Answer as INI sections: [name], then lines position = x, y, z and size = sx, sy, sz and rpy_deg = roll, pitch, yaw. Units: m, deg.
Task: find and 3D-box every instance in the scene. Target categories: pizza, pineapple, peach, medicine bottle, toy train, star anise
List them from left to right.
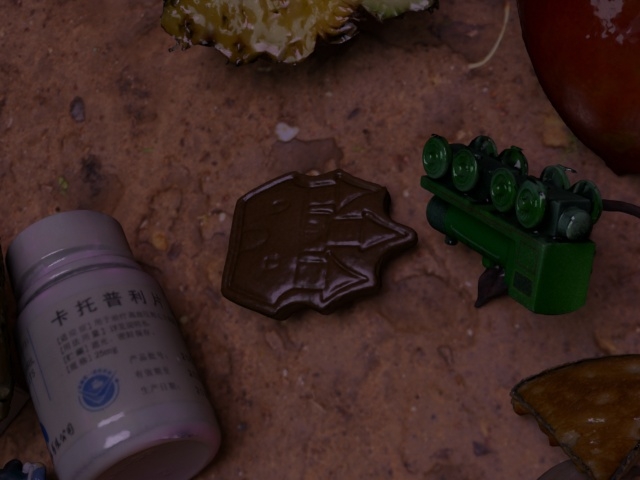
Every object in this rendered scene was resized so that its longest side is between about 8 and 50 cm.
[medicine bottle]
position = -0.228, 0.120, 1.135
size = 0.170, 0.170, 0.293
rpy_deg = -30, 60, 6
[pineapple]
position = 0.011, -0.333, 1.257
size = 0.286, 0.209, 0.344
rpy_deg = 27, 106, 0
[toy train]
position = 0.170, -0.025, 1.016
size = 0.251, 0.085, 0.119
rpy_deg = -142, 54, -62
[star anise]
position = 0.223, -0.003, 1.005
size = 0.218, 0.227, 0.148
rpy_deg = 37, 78, 16
[pizza]
position = 0.270, 0.163, 0.974
size = 0.184, 0.036, 0.176
rpy_deg = -17, 30, 11
[peach]
position = 0.334, -0.229, 1.080
size = 0.281, 0.281, 0.338
rpy_deg = -13, 100, 14

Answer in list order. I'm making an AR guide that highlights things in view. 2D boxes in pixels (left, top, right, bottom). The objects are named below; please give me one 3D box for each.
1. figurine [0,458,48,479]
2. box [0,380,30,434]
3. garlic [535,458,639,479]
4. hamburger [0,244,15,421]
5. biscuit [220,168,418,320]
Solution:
[figurine]
position = -0.290, 0.285, 1.148
size = 0.149, 0.087, 0.086
rpy_deg = 20, 115, 26
[box]
position = -0.493, 0.214, 1.227
size = 0.194, 0.111, 0.260
rpy_deg = 33, 85, 27
[garlic]
position = 0.237, 0.264, 0.972
size = 0.128, 0.090, 0.198
rpy_deg = 26, 73, 11
[hamburger]
position = -0.411, 0.062, 1.112
size = 0.167, 0.192, 0.288
rpy_deg = -6, 49, -17
[biscuit]
position = -0.001, -0.001, 1.159
size = 0.215, 0.034, 0.182
rpy_deg = -5, 58, 19
